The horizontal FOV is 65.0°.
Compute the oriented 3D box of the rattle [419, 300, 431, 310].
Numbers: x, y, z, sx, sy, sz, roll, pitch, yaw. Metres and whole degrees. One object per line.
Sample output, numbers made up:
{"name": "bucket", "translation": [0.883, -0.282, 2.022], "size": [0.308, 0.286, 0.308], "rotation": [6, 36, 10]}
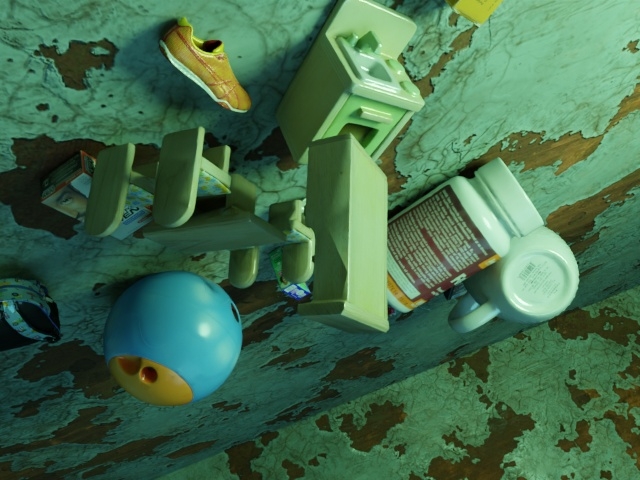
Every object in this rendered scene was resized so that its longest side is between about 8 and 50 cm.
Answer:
{"name": "rattle", "translation": [0.246, 0.189, 1.577], "size": [0.142, 0.130, 0.199], "rotation": [-41, 144, 10]}

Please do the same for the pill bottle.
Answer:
{"name": "pill bottle", "translation": [0.308, -0.012, 1.214], "size": [0.392, 0.224, 0.224], "rotation": [-34, 148, 20]}

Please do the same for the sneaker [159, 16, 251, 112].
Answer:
{"name": "sneaker", "translation": [-0.146, -0.240, 0.715], "size": [0.067, 0.064, 0.175], "rotation": [-41, 149, 10]}

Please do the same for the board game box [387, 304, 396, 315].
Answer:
{"name": "board game box", "translation": [0.187, 0.219, 1.590], "size": [0.168, 0.033, 0.133], "rotation": [6, 176, 4]}

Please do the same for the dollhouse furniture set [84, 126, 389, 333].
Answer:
{"name": "dollhouse furniture set", "translation": [-0.103, 0.014, 0.807], "size": [0.393, 0.257, 0.362], "rotation": [-7, 160, 25]}

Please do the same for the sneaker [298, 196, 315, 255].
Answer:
{"name": "sneaker", "translation": [0.000, 0.000, 1.130], "size": [0.099, 0.121, 0.262], "rotation": [-28, 149, 7]}

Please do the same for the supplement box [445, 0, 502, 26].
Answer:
{"name": "supplement box", "translation": [0.267, -0.422, 0.689], "size": [0.078, 0.080, 0.233], "rotation": [7, 137, -39]}

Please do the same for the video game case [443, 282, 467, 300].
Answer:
{"name": "video game case", "translation": [0.565, 0.102, 1.753], "size": [0.248, 0.035, 0.275], "rotation": [-19, 150, -6]}

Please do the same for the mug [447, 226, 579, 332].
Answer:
{"name": "mug", "translation": [0.498, 0.116, 1.353], "size": [0.374, 0.276, 0.328], "rotation": [-41, 179, 8]}

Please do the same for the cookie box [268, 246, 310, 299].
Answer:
{"name": "cookie box", "translation": [-0.076, 0.080, 1.219], "size": [0.040, 0.107, 0.092], "rotation": [-31, 150, 11]}

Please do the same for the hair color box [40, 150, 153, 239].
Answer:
{"name": "hair color box", "translation": [-0.366, -0.070, 0.844], "size": [0.093, 0.053, 0.167], "rotation": [-30, 148, 14]}

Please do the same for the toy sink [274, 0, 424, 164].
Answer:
{"name": "toy sink", "translation": [0.058, -0.232, 0.793], "size": [0.152, 0.131, 0.234], "rotation": [3, 141, -37]}

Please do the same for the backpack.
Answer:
{"name": "backpack", "translation": [-0.593, 0.131, 0.945], "size": [0.158, 0.117, 0.173], "rotation": [-13, 149, -15]}

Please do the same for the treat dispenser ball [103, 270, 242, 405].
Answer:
{"name": "treat dispenser ball", "translation": [-0.314, 0.209, 1.085], "size": [0.288, 0.288, 0.288], "rotation": [-17, 149, -10]}
